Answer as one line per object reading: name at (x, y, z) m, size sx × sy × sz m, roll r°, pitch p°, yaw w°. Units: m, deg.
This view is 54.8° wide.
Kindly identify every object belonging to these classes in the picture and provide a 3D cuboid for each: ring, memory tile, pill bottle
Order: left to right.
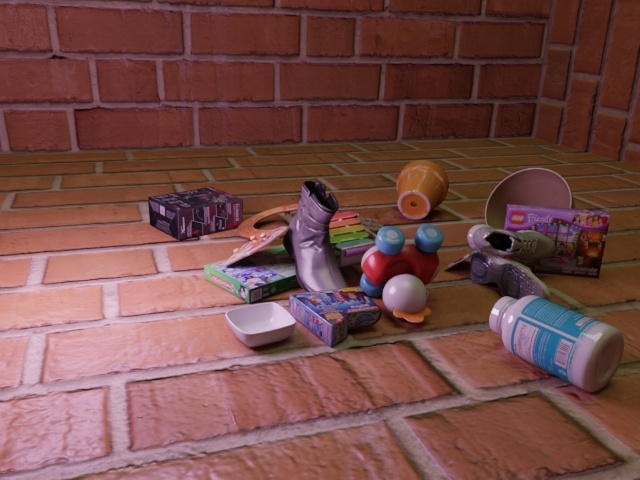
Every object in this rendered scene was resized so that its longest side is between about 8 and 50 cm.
ring at (-0.125, -0.064, 2.153) m, size 0.336 × 0.032 × 0.336 m, roll -12°, pitch 20°, yaw 4°
memory tile at (0.172, -0.056, 2.192) m, size 0.148 × 0.012 × 0.113 m, roll 7°, pitch 27°, yaw -41°
pill bottle at (0.503, 0.209, 1.347) m, size 0.146 × 0.146 × 0.264 m, roll -12°, pitch 24°, yaw -35°

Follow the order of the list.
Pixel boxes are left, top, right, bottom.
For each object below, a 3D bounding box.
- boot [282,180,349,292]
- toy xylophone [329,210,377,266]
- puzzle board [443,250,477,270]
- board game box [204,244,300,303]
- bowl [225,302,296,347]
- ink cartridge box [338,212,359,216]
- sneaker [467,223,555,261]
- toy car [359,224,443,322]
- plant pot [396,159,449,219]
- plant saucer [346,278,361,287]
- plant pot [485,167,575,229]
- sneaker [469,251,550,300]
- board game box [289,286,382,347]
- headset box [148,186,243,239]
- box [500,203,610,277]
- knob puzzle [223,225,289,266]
boot at (0.000, 0.000, 1.679) m, size 0.118 × 0.223 × 0.338 m, roll -5°, pitch 41°, yaw -33°
toy xylophone at (0.082, -0.015, 1.874) m, size 0.236 × 0.081 × 0.322 m, roll -15°, pitch 29°, yaw -27°
puzzle board at (0.445, 0.053, 1.903) m, size 0.128 × 0.011 × 0.096 m, roll -21°, pitch -11°, yaw -48°
board game box at (-0.144, 0.086, 1.790) m, size 0.317 × 0.046 × 0.213 m, roll -16°, pitch 25°, yaw -41°
bowl at (-0.142, 0.202, 1.450) m, size 0.142 × 0.053 × 0.142 m, roll -9°, pitch 23°, yaw -29°
ink cartridge box at (0.034, -0.055, 2.210) m, size 0.208 × 0.045 × 0.206 m, roll 4°, pitch 20°, yaw 3°
sneaker at (0.567, 0.015, 1.789) m, size 0.262 × 0.099 × 0.121 m, roll 6°, pitch 6°, yaw -8°
toy car at (0.230, 0.118, 1.590) m, size 0.210 × 0.219 × 0.238 m, roll -2°, pitch 49°, yaw -17°
plant pot at (0.386, -0.183, 2.416) m, size 0.205 × 0.205 × 0.188 m, roll 8°, pitch 35°, yaw 17°
plant saucer at (0.109, 0.130, 1.736) m, size 0.083 × 0.013 × 0.083 m, roll 2°, pitch 19°, yaw -1°
plant pot at (0.724, -0.074, 2.065) m, size 0.284 × 0.284 × 0.191 m, roll 23°, pitch -7°, yaw 46°
sneaker at (0.547, 0.100, 1.734) m, size 0.129 × 0.111 × 0.297 m, roll -1°, pitch 19°, yaw -22°
board game box at (0.042, 0.184, 1.506) m, size 0.194 × 0.060 × 0.194 m, roll -4°, pitch 21°, yaw -18°
headset box at (-0.433, -0.105, 2.212) m, size 0.293 × 0.110 × 0.218 m, roll -15°, pitch 26°, yaw -40°
box at (0.707, 0.001, 1.881) m, size 0.293 × 0.201 × 0.057 m, roll 4°, pitch 19°, yaw 8°
knob puzzle at (-0.177, -0.002, 1.776) m, size 0.213 × 0.030 × 0.213 m, roll -28°, pitch 10°, yaw 5°
